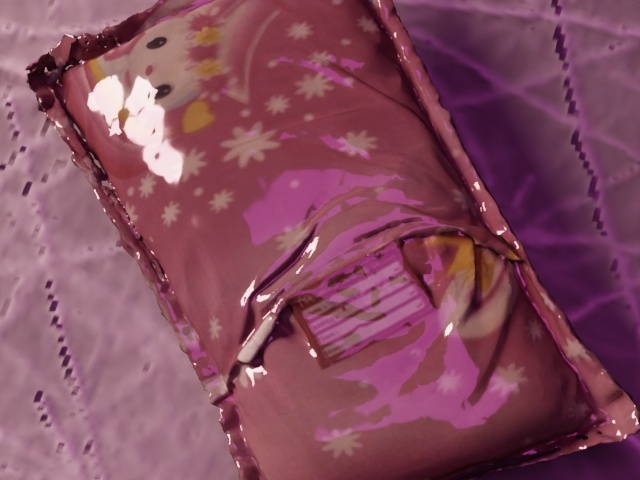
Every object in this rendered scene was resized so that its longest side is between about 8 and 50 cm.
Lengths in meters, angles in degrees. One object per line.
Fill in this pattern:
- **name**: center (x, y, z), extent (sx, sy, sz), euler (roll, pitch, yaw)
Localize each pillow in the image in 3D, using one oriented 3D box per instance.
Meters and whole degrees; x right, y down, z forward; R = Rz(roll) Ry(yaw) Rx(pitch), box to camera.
- **pillow**: center (0.000, 0.000, 0.544), extent (0.118, 0.043, 0.185), euler (-26, 73, 0)
